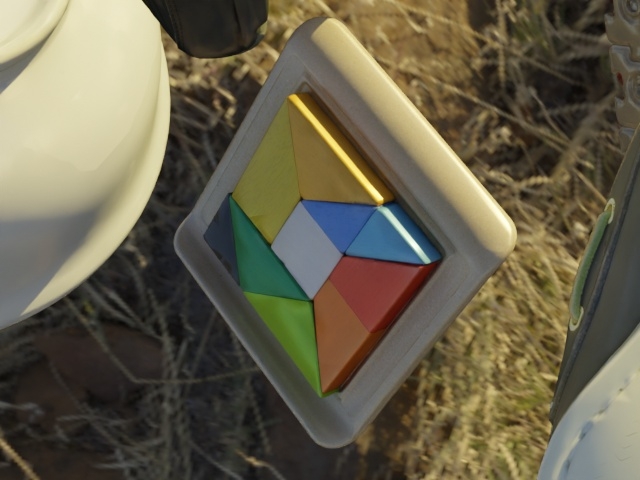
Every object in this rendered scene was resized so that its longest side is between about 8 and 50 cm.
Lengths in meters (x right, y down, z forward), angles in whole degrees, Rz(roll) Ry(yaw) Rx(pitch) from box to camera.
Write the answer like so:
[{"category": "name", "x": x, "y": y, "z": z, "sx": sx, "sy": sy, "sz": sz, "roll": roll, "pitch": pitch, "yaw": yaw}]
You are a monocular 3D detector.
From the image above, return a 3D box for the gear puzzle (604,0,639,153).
[{"category": "gear puzzle", "x": 0.342, "y": -0.091, "z": 1.232, "sx": 0.175, "sy": 0.044, "sz": 0.338, "roll": 20, "pitch": 127, "yaw": 55}]

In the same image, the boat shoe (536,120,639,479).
[{"category": "boat shoe", "x": 0.153, "y": 0.036, "z": 0.547, "sx": 0.109, "sy": 0.091, "sz": 0.304, "roll": 18, "pitch": 96, "yaw": -4}]

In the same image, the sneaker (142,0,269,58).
[{"category": "sneaker", "x": -0.095, "y": -0.157, "z": 0.455, "sx": 0.106, "sy": 0.267, "sz": 0.101, "roll": -21, "pitch": 48, "yaw": 5}]

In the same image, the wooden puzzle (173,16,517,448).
[{"category": "wooden puzzle", "x": 0.000, "y": 0.000, "z": 0.959, "sx": 0.221, "sy": 0.044, "sz": 0.238, "roll": 52, "pitch": 129, "yaw": 20}]

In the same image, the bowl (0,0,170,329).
[{"category": "bowl", "x": -0.196, "y": -0.108, "z": 0.641, "sx": 0.134, "sy": 0.298, "sz": 0.297, "roll": 136, "pitch": 130, "yaw": -59}]
